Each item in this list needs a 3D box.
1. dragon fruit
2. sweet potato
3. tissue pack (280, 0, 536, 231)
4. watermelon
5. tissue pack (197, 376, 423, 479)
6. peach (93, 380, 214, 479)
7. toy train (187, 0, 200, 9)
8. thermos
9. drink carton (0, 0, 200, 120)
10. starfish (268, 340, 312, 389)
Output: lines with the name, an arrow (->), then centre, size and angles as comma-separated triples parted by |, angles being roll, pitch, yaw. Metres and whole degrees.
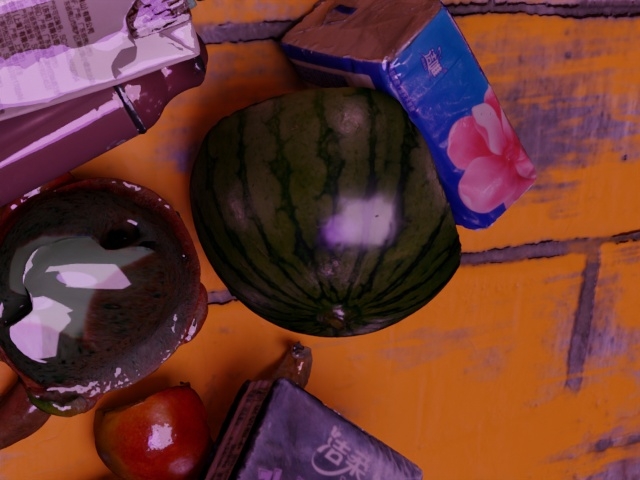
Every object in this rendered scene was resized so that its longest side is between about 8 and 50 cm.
dragon fruit -> -0.260, 0.049, 1.691 | 0.295, 0.130, 0.268 | -1, 98, -20
sweet potato -> -0.335, 0.177, 1.773 | 0.255, 0.058, 0.078 | -46, 109, -2
tissue pack -> 0.105, -0.156, 1.795 | 0.137, 0.209, 0.269 | -49, 126, -20
watermelon -> 0.000, 0.000, 1.718 | 0.331, 0.189, 0.330 | 3, 134, 3
tissue pack -> -0.044, 0.369, 1.805 | 0.259, 0.122, 0.361 | 37, 63, -29
peach -> -0.197, 0.239, 1.852 | 0.151, 0.118, 0.151 | -20, 164, -6
toy train -> -0.178, -0.317, 1.643 | 0.105, 0.071, 0.178 | -31, 125, -3
thermos -> -0.266, -0.126, 1.615 | 0.330, 0.136, 0.109 | -28, 86, -2
drink carton -> -0.300, -0.211, 1.501 | 0.325, 0.194, 0.132 | -19, 122, -7
starfish -> -0.031, 0.382, 1.948 | 0.324, 0.082, 0.432 | 44, 57, -39
